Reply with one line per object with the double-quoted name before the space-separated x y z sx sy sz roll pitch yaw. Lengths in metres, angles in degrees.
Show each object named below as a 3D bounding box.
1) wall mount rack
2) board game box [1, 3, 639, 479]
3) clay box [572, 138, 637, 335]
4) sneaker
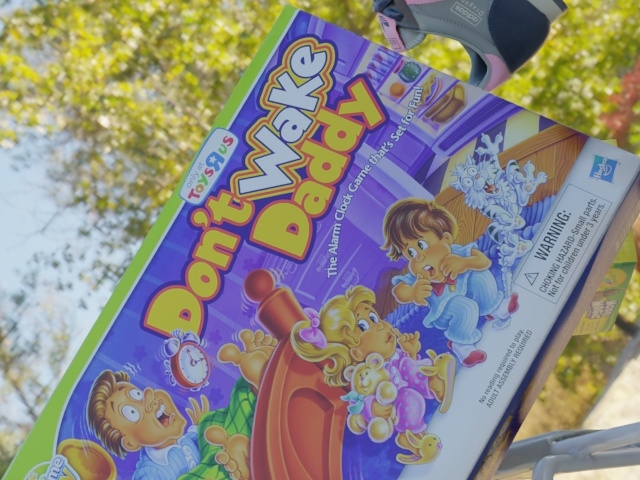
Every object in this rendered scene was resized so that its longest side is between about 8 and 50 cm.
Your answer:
"wall mount rack" 0.169 0.220 0.758 0.304 0.130 0.350 10 -27 -43
"board game box" -0.002 0.066 0.598 0.347 0.233 0.078 -60 -23 -5
"clay box" 0.263 -0.003 1.009 0.222 0.053 0.127 74 -168 -66
"sneaker" 0.074 -0.249 0.964 0.131 0.319 0.112 -56 15 14
